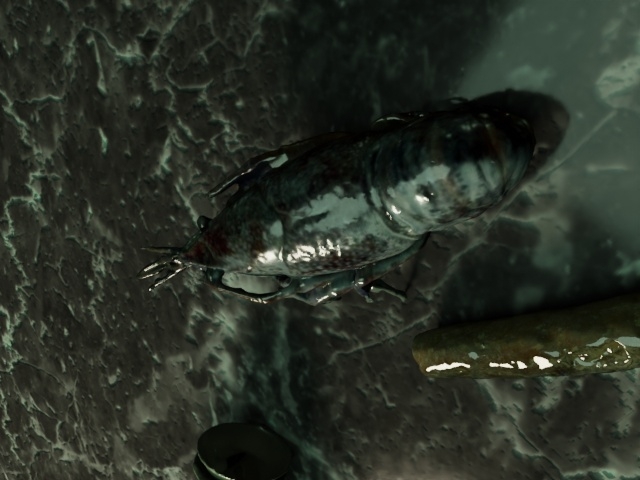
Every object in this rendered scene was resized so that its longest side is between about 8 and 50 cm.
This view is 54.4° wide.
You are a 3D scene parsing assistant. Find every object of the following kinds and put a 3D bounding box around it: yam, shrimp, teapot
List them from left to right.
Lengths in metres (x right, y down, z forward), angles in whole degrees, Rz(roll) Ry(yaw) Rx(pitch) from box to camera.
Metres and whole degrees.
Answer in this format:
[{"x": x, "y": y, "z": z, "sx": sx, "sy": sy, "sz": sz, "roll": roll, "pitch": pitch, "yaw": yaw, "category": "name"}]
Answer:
[{"x": -0.110, "y": 0.345, "z": 0.714, "sx": 0.183, "sy": 0.183, "sz": 0.251, "roll": 22, "pitch": 108, "yaw": 26, "category": "teapot"}, {"x": 0.002, "y": -0.001, "z": 0.520, "sx": 0.372, "sy": 0.137, "sz": 0.172, "roll": -20, "pitch": 99, "yaw": 37, "category": "shrimp"}, {"x": 0.194, "y": 0.073, "z": 0.464, "sx": 0.274, "sy": 0.061, "sz": 0.061, "roll": -17, "pitch": 97, "yaw": 39, "category": "yam"}]
